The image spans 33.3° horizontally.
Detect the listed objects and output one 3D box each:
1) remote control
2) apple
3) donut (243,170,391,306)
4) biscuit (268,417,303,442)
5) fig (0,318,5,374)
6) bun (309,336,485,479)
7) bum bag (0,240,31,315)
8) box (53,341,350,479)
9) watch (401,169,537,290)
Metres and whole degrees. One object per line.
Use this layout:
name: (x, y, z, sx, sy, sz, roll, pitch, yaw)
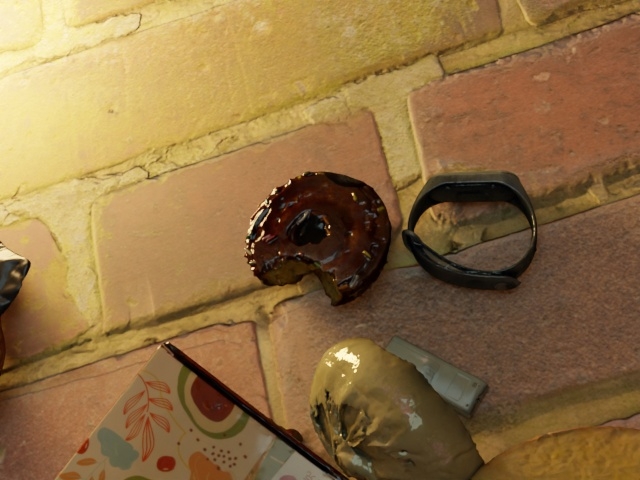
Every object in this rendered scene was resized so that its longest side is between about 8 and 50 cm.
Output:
remote control: (0.163, 0.198, 1.575, 0.162, 0.029, 0.061, 25, 73, 24)
apple: (0.321, 0.391, 1.296, 0.309, 0.252, 0.314, -6, 87, 8)
donut: (0.001, 0.000, 1.683, 0.230, 0.096, 0.216, 0, 60, 14)
biscuit: (-0.085, 0.324, 1.577, 0.119, 0.019, 0.130, -6, 62, 11)
fig: (-0.618, 0.198, 1.664, 0.263, 0.224, 0.224, -28, 60, -4)
bun: (0.086, 0.262, 1.415, 0.146, 0.287, 0.287, -39, 60, -15)
bum bag: (-0.588, 0.041, 1.831, 0.248, 0.060, 0.123, 34, 76, 28)
box: (-0.197, 0.397, 1.495, 0.344, 0.122, 0.385, 33, 79, 26)
watch: (0.229, -0.016, 1.651, 0.206, 0.068, 0.193, 0, 62, 12)
